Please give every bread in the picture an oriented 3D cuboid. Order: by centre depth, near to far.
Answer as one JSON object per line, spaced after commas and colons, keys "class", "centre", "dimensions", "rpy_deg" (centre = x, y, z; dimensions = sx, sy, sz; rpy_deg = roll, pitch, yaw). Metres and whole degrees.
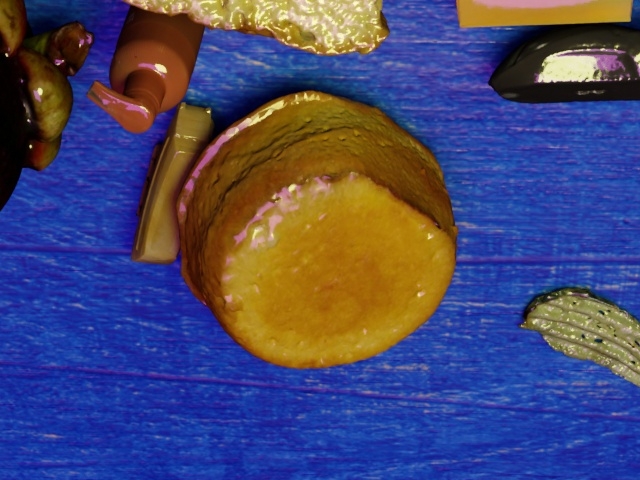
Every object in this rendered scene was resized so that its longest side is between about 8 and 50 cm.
{"class": "bread", "centre": [-0.083, -0.308, 1.372], "dimensions": [0.340, 0.179, 0.194], "rpy_deg": [14, 121, -4]}
{"class": "bread", "centre": [-0.005, -0.001, 1.550], "dimensions": [0.312, 0.172, 0.312], "rpy_deg": [-7, 123, -11]}

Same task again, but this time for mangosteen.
{"class": "mangosteen", "centre": [-0.391, -0.140, 1.442], "dimensions": [0.347, 0.307, 0.307], "rpy_deg": [-23, 125, -19]}

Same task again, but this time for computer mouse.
{"class": "computer mouse", "centre": [0.278, -0.182, 1.476], "dimensions": [0.217, 0.122, 0.073], "rpy_deg": [1, 85, 9]}

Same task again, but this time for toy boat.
{"class": "toy boat", "centre": [-0.162, -0.060, 1.597], "dimensions": [0.057, 0.077, 0.200], "rpy_deg": [9, 121, -18]}

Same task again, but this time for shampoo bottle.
{"class": "shampoo bottle", "centre": [-0.164, -0.176, 1.421], "dimensions": [0.085, 0.244, 0.085], "rpy_deg": [2, 121, 3]}

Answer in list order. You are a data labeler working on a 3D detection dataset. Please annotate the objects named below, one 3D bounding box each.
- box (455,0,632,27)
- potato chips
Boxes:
{"class": "box", "centre": [0.213, -0.343, 1.394], "dimensions": [0.174, 0.076, 0.274], "rpy_deg": [-1, 123, 5]}
{"class": "potato chips", "centre": [0.334, 0.116, 1.715], "dimensions": [0.207, 0.028, 0.092], "rpy_deg": [27, 122, -12]}
